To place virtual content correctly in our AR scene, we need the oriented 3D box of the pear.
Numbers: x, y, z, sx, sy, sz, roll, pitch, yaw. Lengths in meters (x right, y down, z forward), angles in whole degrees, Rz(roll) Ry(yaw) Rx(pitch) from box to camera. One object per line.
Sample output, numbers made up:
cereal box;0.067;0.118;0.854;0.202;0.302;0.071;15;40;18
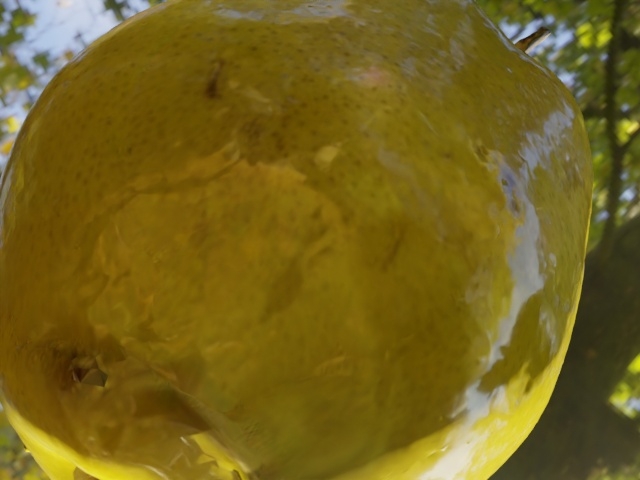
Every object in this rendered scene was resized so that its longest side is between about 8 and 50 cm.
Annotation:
pear;-0.009;-0.005;0.797;0.285;0.336;0.285;17;-16;5
